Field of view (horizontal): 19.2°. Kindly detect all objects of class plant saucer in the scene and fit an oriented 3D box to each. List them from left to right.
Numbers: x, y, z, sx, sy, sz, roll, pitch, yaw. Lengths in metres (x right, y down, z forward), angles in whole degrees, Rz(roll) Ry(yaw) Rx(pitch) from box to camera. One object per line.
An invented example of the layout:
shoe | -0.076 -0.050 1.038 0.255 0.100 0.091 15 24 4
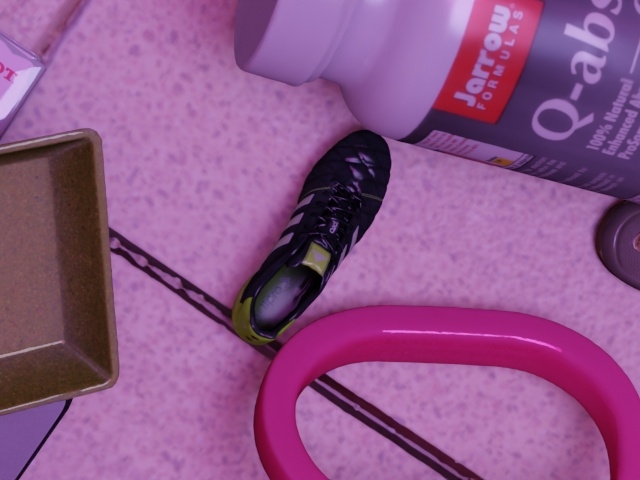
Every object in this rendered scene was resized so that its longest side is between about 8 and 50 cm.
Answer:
plant saucer | -0.229 0.024 1.214 0.188 0.045 0.188 -13 117 -23

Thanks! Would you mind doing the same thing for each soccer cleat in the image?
soccer cleat | 0.000 0.000 1.358 0.060 0.072 0.179 35 85 -14

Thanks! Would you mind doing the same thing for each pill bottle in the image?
pill bottle | 0.136 -0.154 1.312 0.363 0.210 0.210 13 90 -14

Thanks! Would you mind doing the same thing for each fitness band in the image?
fitness band | 0.096 0.139 1.341 0.291 0.054 0.209 4 52 -13

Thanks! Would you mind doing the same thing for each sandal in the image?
sandal | 0.316 0.026 1.444 0.219 0.060 0.090 24 88 -14

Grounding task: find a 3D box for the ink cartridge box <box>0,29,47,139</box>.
ink cartridge box | -0.286 -0.081 1.281 0.127 0.072 0.175 35 85 -15

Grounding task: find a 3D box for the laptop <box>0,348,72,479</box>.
laptop | -0.423 0.193 1.174 0.382 0.236 0.408 33 99 -14
